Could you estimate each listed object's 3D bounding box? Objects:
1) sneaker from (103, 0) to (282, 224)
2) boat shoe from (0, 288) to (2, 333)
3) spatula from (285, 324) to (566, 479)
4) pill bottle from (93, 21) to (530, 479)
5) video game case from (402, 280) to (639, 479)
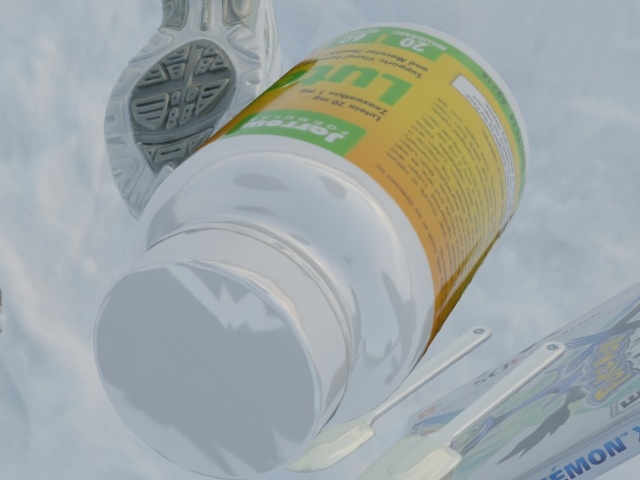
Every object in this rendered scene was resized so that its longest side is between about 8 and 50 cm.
[{"bbox_3d":[-0.059,-0.088,0.900,0.090,0.115,0.232,1,56,15],"label":"sneaker"},{"bbox_3d":[-0.297,0.075,1.086,0.068,0.190,0.072,-1,85,-46],"label":"boat shoe"},{"bbox_3d":[0.053,0.104,1.083,0.168,0.019,0.242,18,35,35],"label":"spatula"},{"bbox_3d":[0.000,0.000,0.697,0.136,0.136,0.245,32,34,6],"label":"pill bottle"},{"bbox_3d":[0.188,0.148,1.309,0.300,0.329,0.036,-32,97,16],"label":"video game case"}]
